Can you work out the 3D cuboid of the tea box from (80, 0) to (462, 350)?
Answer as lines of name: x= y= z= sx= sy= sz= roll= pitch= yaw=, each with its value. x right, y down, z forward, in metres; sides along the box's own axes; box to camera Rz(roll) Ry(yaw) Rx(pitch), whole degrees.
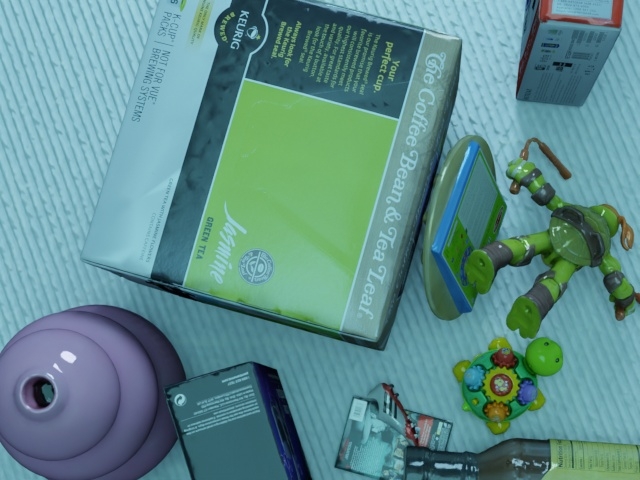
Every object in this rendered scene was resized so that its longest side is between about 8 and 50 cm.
tea box: x=-0.041 y=-0.080 z=1.588 sx=0.324 sy=0.220 sz=0.329 roll=16 pitch=84 yaw=7

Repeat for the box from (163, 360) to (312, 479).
box: x=-0.076 y=0.232 z=1.569 sx=0.103 sy=0.261 sz=0.184 roll=-16 pitch=83 yaw=2

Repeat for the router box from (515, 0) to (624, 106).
router box: x=0.275 y=-0.327 z=1.577 sx=0.082 sy=0.335 sz=0.301 roll=6 pitch=82 yaw=5

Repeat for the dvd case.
dvd case: x=0.084 y=0.234 z=1.683 sx=0.119 sy=0.013 sz=0.087 roll=14 pitch=84 yaw=5

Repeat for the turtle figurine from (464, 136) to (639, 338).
turtle figurine: x=0.276 y=0.019 z=1.613 sx=0.217 sy=0.087 sz=0.269 roll=-33 pitch=87 yaw=-35

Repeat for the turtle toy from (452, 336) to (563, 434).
turtle toy: x=0.214 y=0.155 z=1.657 sx=0.130 sy=0.066 sz=0.095 roll=-34 pitch=82 yaw=-1

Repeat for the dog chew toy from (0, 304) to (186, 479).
dog chew toy: x=-0.255 y=0.163 z=1.553 sx=0.207 sy=0.332 sz=0.206 roll=0 pitch=82 yaw=4

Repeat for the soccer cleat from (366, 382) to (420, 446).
soccer cleat: x=0.083 y=0.201 z=1.667 sx=0.036 sy=0.029 sz=0.083 roll=-31 pitch=79 yaw=9

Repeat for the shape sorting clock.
shape sorting clock: x=0.152 y=-0.014 z=1.617 sx=0.040 sy=0.206 sz=0.206 roll=7 pitch=83 yaw=28

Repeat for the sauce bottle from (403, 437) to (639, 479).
sauce bottle: x=0.262 y=0.274 z=1.620 sx=0.344 sy=0.111 sz=0.111 roll=2 pitch=83 yaw=6
